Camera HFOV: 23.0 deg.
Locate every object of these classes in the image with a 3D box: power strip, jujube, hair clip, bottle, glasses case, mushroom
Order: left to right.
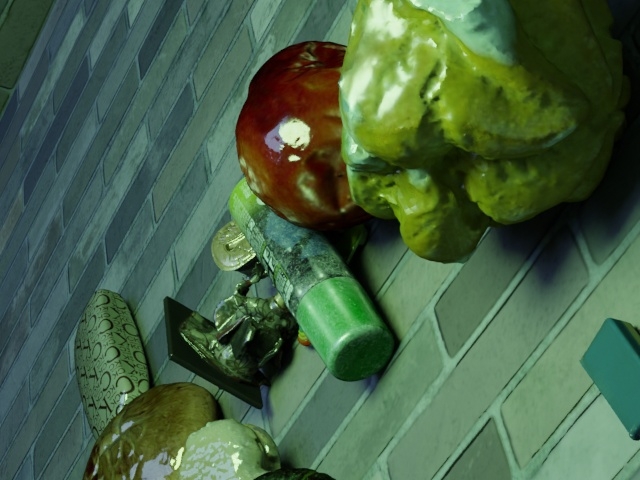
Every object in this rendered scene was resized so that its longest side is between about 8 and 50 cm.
[{"bbox_3d":[-0.351,0.211,2.625,0.137,0.085,0.354,-63,26,21],"label":"glasses case"},{"bbox_3d":[-0.247,0.321,2.267,0.278,0.146,0.278,-39,26,23],"label":"mushroom"},{"bbox_3d":[-0.015,0.039,1.953,0.093,0.093,0.330,-61,39,26],"label":"bottle"},{"bbox_3d":[0.002,-0.138,1.947,0.318,0.223,0.223,-108,41,-63],"label":"jujube"},{"bbox_3d":[0.012,0.059,2.020,0.188,0.033,0.060,-67,28,16],"label":"hair clip"},{"bbox_3d":[0.281,0.126,1.419,0.056,0.032,0.123,-63,27,23],"label":"power strip"}]

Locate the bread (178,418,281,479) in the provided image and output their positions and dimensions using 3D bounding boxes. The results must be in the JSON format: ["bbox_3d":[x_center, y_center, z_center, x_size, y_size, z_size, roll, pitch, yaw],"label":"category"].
[{"bbox_3d":[-0.099,0.389,1.938,0.183,0.102,0.337,-2,70,30],"label":"bread"}]

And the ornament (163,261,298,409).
[{"bbox_3d":[-0.084,0.091,2.099,0.196,0.166,0.153,-49,25,20],"label":"ornament"}]

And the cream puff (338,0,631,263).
[{"bbox_3d":[0.168,-0.156,1.563,0.378,0.275,0.378,5,-90,-84],"label":"cream puff"}]

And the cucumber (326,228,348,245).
[{"bbox_3d":[0.000,0.000,2.079,0.107,0.035,0.067,-50,36,45],"label":"cucumber"}]

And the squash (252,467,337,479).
[{"bbox_3d":[-0.031,0.356,1.785,0.193,0.156,0.193,-21,42,20],"label":"squash"}]

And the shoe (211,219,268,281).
[{"bbox_3d":[-0.056,-0.006,2.140,0.180,0.092,0.089,-38,51,-2],"label":"shoe"}]
